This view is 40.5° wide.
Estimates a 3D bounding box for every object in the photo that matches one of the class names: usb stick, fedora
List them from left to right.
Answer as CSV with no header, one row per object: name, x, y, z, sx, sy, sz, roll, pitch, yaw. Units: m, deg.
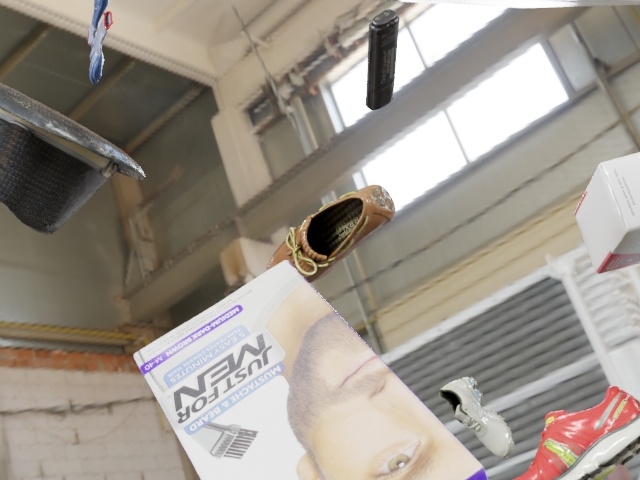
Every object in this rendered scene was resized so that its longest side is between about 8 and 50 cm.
fedora,-0.406,-0.105,1.198,0.152,0.334,0.334,-63,-29,-5
usb stick,0.136,-0.396,1.937,0.077,0.045,0.278,-32,-27,-17

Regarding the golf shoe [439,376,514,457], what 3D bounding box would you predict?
golf shoe,0.287,0.338,1.628,0.086,0.176,0.069,-2,-49,-38

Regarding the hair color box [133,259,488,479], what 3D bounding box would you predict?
hair color box,-0.018,0.172,0.768,0.185,0.339,0.110,-32,-50,-12

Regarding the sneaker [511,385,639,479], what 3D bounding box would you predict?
sneaker,0.365,0.321,1.312,0.279,0.118,0.107,-33,-37,-1

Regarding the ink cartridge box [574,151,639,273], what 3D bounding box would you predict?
ink cartridge box,0.601,-0.069,1.430,0.306,0.131,0.226,-16,-22,-2

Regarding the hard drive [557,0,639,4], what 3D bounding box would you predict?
hard drive,0.194,-0.257,0.858,0.210,0.040,0.319,-1,14,-14

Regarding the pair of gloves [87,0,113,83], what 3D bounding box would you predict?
pair of gloves,-0.408,-0.398,1.614,0.023,0.198,0.159,7,-36,-24

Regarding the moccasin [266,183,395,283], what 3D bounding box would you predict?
moccasin,0.001,0.003,1.977,0.380,0.139,0.147,-30,-14,38
